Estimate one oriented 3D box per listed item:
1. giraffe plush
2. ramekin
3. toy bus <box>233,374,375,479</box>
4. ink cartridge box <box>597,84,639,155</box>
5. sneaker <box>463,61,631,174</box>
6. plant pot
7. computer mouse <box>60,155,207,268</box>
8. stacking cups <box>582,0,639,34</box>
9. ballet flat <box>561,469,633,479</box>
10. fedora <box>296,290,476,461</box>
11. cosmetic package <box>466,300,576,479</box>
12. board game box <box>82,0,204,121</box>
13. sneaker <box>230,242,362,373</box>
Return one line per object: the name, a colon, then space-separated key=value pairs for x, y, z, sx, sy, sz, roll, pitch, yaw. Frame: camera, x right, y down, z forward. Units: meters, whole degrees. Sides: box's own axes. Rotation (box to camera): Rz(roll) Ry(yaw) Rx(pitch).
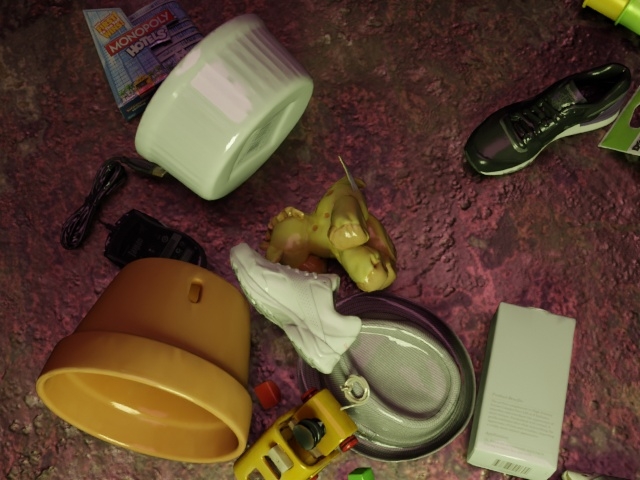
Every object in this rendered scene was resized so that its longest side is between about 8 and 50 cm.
giraffe plush: x=0.000 y=0.000 z=1.285 sx=0.171 sy=0.181 sz=0.210 roll=-25 pitch=84 yaw=16
ramekin: x=-0.135 y=-0.192 z=1.282 sx=0.135 sy=0.277 sz=0.277 roll=42 pitch=78 yaw=4
toy bus: x=-0.033 y=0.287 z=1.174 sx=0.191 sy=0.104 sz=0.202 roll=3 pitch=103 yaw=33
ink cartridge box: x=0.612 y=-0.163 z=1.350 sx=0.255 sy=0.097 sz=0.188 roll=25 pitch=73 yaw=44
sneaker: x=0.358 y=-0.207 z=1.344 sx=0.283 sy=0.124 sz=0.107 roll=-27 pitch=74 yaw=-6
plant pot: x=-0.219 y=0.161 z=1.186 sx=0.291 sy=0.291 sz=0.203 roll=12 pitch=56 yaw=5
computer mouse: x=-0.268 y=-0.025 z=1.343 sx=0.262 sy=0.060 sz=0.184 roll=21 pitch=79 yaw=20
stacking cups: x=0.596 y=-0.353 z=1.397 sx=0.316 sy=0.096 sz=0.096 roll=33 pitch=77 yaw=11
ballet flat: x=0.345 y=0.362 z=1.202 sx=0.213 sy=0.072 sz=0.068 roll=-20 pitch=63 yaw=-6
fedora: x=0.098 y=0.189 z=1.231 sx=0.275 sy=0.124 sz=0.243 roll=40 pitch=78 yaw=12
cosmetic package: x=0.290 y=0.216 z=1.223 sx=0.117 sy=0.085 sz=0.231 roll=14 pitch=63 yaw=6
board game box: x=-0.304 y=-0.334 z=1.434 sx=0.194 sy=0.060 sz=0.194 roll=-35 pitch=76 yaw=-9
sneaker: x=-0.031 y=0.076 z=1.200 sx=0.115 sy=0.090 sz=0.232 roll=-42 pitch=72 yaw=-10
